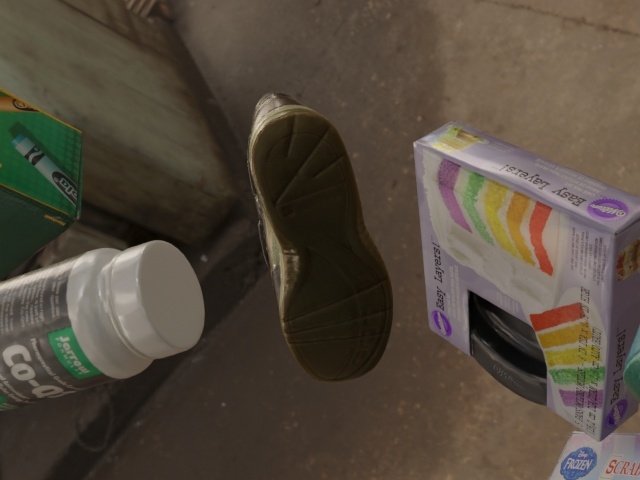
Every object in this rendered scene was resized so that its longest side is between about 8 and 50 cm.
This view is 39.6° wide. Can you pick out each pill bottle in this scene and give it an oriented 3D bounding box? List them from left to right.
[{"bbox_3d":[-0.376,0.129,1.376,0.361,0.204,0.204,-18,55,22],"label":"pill bottle"}]

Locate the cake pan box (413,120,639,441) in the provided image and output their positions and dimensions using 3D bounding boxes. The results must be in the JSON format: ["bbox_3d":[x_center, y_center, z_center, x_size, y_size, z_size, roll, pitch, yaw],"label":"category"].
[{"bbox_3d":[0.204,0.039,0.880,0.070,0.267,0.246,-29,41,-24],"label":"cake pan box"}]

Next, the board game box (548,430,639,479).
[{"bbox_3d":[0.250,0.325,0.803,0.318,0.066,0.319,-58,1,-14],"label":"board game box"}]

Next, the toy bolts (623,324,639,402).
[{"bbox_3d":[0.195,0.016,0.255,0.228,0.218,0.158,127,151,-58],"label":"toy bolts"}]

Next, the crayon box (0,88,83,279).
[{"bbox_3d":[-0.306,-0.057,0.531,0.165,0.278,0.081,-31,48,30],"label":"crayon box"}]

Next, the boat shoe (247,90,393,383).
[{"bbox_3d":[-0.001,0.000,0.612,0.080,0.223,0.073,-15,34,-1],"label":"boat shoe"}]
